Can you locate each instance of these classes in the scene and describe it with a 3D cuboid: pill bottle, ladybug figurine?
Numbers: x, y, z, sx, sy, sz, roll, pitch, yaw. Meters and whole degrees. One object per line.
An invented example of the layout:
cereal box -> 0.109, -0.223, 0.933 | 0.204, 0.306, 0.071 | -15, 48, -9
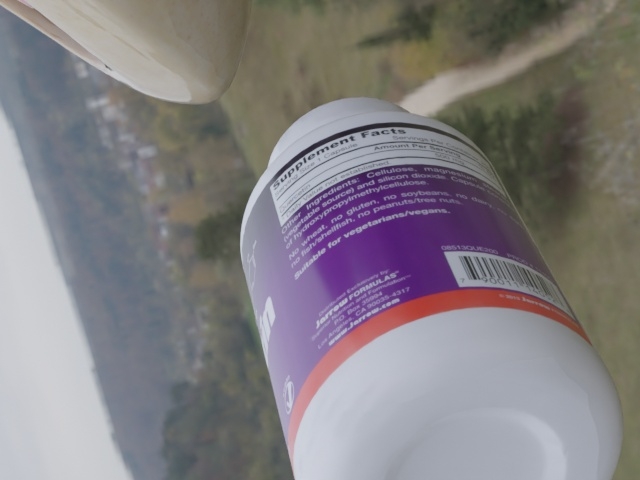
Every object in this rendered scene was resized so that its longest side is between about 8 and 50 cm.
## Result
pill bottle -> 0.051, 0.041, 0.881 | 0.323, 0.181, 0.181 | -109, 6, -56
ladybug figurine -> -0.231, -0.273, 1.056 | 0.449, 0.162, 0.305 | 34, 178, -5

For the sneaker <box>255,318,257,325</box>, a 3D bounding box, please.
sneaker -> 0.000, 0.000, 1.356 | 0.300, 0.111, 0.121 | 122, 156, -64
